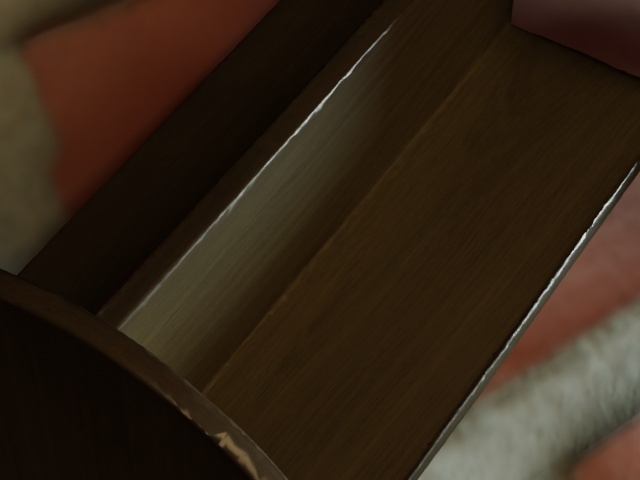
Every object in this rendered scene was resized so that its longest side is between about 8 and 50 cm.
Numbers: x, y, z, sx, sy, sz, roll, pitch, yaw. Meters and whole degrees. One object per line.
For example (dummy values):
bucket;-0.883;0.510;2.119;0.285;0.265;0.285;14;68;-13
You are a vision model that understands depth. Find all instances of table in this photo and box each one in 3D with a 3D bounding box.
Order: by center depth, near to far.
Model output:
table;0.000;0.000;0.562;0.167;0.167;0.226;52;56;-18
